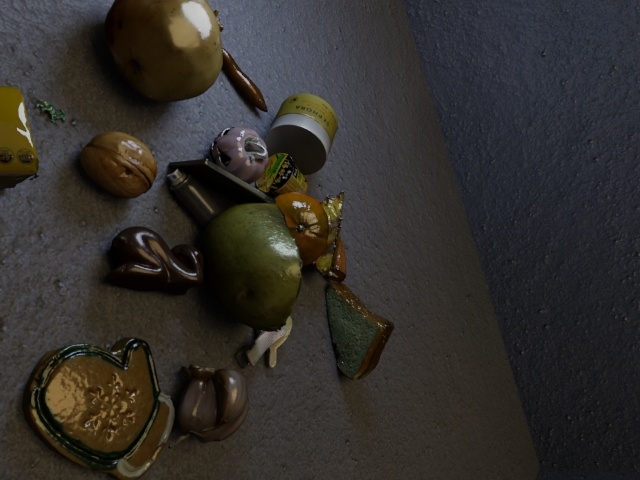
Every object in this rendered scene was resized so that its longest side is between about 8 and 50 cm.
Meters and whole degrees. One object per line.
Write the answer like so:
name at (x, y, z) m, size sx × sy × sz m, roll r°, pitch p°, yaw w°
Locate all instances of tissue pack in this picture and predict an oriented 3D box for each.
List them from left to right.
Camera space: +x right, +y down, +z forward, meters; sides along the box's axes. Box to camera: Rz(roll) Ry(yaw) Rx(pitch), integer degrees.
tissue pack at (-0.693, -0.196, 0.933) m, size 0.271 × 0.134 × 0.192 m, roll -11°, pitch 85°, yaw -54°

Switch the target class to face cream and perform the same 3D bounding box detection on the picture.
face cream at (-0.321, -0.082, 1.425) m, size 0.283 × 0.073 × 0.073 m, roll 53°, pitch 41°, yaw -26°
face cream at (-0.063, -0.364, 1.742) m, size 0.218 × 0.218 × 0.179 m, roll 47°, pitch 44°, yaw -32°

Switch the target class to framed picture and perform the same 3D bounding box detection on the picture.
framed picture at (-0.274, -0.156, 1.425) m, size 0.260 × 0.189 × 0.023 m, roll 29°, pitch 73°, yaw -42°

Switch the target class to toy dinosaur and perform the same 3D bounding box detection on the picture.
toy dinosaur at (-0.618, -0.306, 1.166) m, size 0.062 × 0.021 × 0.083 m, roll -24°, pitch 100°, yaw -60°

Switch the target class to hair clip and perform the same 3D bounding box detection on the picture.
hair clip at (-0.156, 0.299, 1.504) m, size 0.218 × 0.071 × 0.159 m, roll -41°, pitch 116°, yaw -44°

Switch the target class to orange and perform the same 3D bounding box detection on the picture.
orange at (-0.079, -0.033, 1.602) m, size 0.240 × 0.171 × 0.240 m, roll -2°, pitch 95°, yaw -18°

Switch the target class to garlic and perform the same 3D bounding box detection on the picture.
garlic at (-0.295, 0.386, 1.214) m, size 0.256 × 0.207 × 0.207 m, roll -4°, pitch 81°, yaw -55°

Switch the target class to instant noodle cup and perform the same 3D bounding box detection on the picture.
instant noodle cup at (-0.122, -0.194, 1.677) m, size 0.122 × 0.151 × 0.151 m, roll 44°, pitch 45°, yaw -48°

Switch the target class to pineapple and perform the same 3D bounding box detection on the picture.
pineapple at (-0.005, -0.001, 1.782) m, size 0.161 × 0.158 × 0.335 m, roll 88°, pitch 6°, yaw -72°

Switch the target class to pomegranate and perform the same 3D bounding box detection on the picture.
pomegranate at (-0.388, -0.520, 1.323) m, size 0.319 × 0.319 × 0.319 m, roll 23°, pitch 60°, yaw -46°

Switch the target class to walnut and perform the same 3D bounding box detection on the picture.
walnut at (-0.472, -0.180, 1.214) m, size 0.180 × 0.144 × 0.144 m, roll 47°, pitch 44°, yaw -38°

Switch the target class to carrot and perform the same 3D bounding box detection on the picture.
carrot at (0.063, 0.061, 1.876) m, size 0.072 × 0.072 × 0.205 m, roll 48°, pitch 29°, yaw -31°

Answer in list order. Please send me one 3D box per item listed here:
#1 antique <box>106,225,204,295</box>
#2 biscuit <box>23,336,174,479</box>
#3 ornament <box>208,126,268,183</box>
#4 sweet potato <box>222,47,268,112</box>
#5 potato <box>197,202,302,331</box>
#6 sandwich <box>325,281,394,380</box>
antique at (-0.393, 0.051, 1.251) m, size 0.256 × 0.121 × 0.143 m, roll 17°, pitch 55°, yaw -41°
biscuit at (-0.452, 0.344, 1.111) m, size 0.344 × 0.057 × 0.287 m, roll 51°, pitch 43°, yaw -28°
ornament at (-0.239, -0.254, 1.521) m, size 0.177 × 0.177 × 0.178 m, roll 23°, pitch 60°, yaw -46°
sweet potato at (-0.261, -0.528, 1.683) m, size 0.264 × 0.057 × 0.057 m, roll 47°, pitch 44°, yaw -26°
potato at (-0.192, 0.085, 1.321) m, size 0.212 × 0.280 × 0.330 m, roll 5°, pitch 105°, yaw -26°
sandwich at (0.101, 0.322, 1.791) m, size 0.099 × 0.288 × 0.254 m, roll -3°, pitch 123°, yaw -46°
